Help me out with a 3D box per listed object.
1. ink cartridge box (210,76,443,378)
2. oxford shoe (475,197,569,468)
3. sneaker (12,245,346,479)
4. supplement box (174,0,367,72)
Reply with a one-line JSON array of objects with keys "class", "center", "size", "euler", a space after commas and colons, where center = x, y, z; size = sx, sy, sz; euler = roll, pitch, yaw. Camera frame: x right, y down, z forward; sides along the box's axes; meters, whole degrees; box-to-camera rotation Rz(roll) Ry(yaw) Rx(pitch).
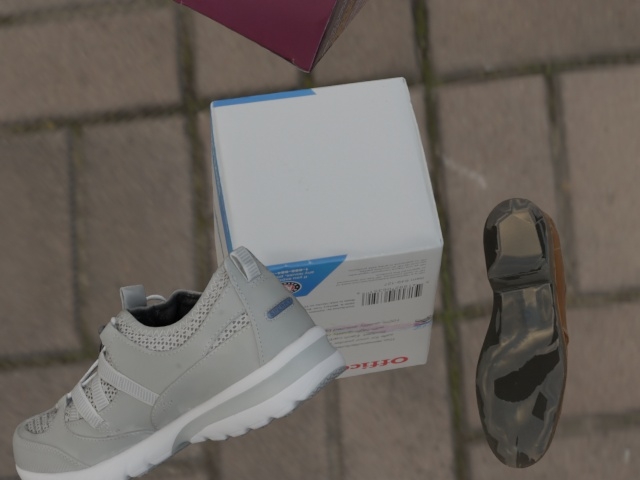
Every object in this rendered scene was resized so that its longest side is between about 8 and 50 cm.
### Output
[{"class": "ink cartridge box", "center": [0.000, 0.000, 1.676], "size": [0.171, 0.232, 0.168], "euler": [-8, 62, -6]}, {"class": "oxford shoe", "center": [0.172, 0.077, 1.565], "size": [0.076, 0.076, 0.212], "euler": [0, 81, 28]}, {"class": "sneaker", "center": [-0.108, 0.083, 1.288], "size": [0.281, 0.105, 0.115], "euler": [-26, 94, 36]}, {"class": "supplement box", "center": [-0.003, -0.200, 1.224], "size": [0.104, 0.081, 0.188], "euler": [29, 42, 5]}]
